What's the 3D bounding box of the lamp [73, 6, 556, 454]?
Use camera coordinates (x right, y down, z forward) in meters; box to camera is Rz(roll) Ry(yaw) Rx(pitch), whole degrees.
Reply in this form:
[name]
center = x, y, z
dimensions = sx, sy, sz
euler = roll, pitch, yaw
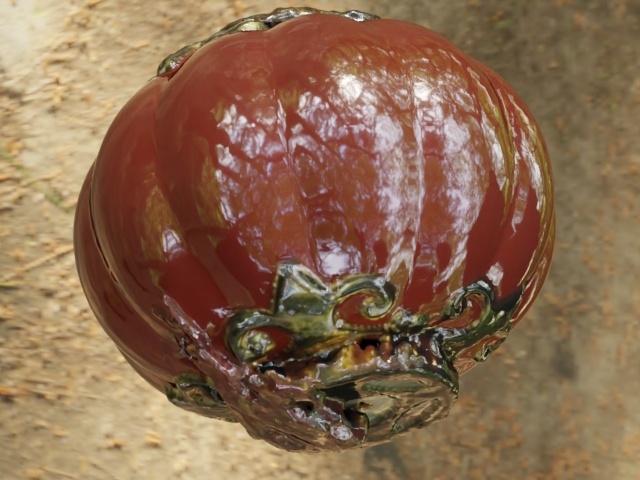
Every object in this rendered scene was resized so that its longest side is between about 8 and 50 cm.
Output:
[lamp]
center = 0.000, 0.000, 0.740
dimensions = 0.226, 0.227, 0.227
euler = 0, 89, -34
